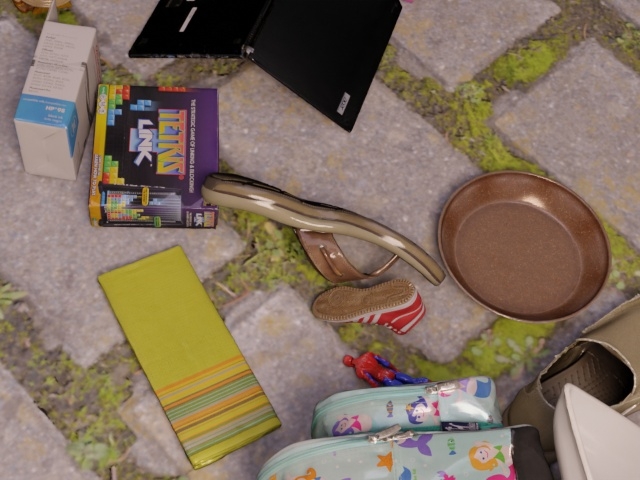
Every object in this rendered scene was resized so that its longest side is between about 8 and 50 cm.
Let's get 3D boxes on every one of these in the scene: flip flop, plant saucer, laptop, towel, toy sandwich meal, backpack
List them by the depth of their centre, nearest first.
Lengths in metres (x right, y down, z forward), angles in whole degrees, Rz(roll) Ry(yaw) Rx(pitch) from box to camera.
[{"bbox_3d":[0.067,0.235,0.906,0.253,0.225,0.191,-12,58,-3],"label":"backpack"},{"bbox_3d":[-0.138,0.116,1.069,0.102,0.021,0.237,-21,63,-24],"label":"towel"},{"bbox_3d":[0.000,0.000,1.108,0.277,0.112,0.080,18,93,-9],"label":"flip flop"},{"bbox_3d":[0.227,0.011,1.166,0.199,0.036,0.198,3,59,-5],"label":"plant saucer"},{"bbox_3d":[-0.347,-0.312,1.290,0.085,0.029,0.085,6,56,-8],"label":"toy sandwich meal"},{"bbox_3d":[-0.064,-0.271,1.310,0.264,0.136,0.234,5,55,26],"label":"laptop"}]

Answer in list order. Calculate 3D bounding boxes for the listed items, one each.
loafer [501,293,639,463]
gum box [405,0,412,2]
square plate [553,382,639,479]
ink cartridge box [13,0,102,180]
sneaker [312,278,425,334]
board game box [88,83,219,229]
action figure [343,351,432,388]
[{"bbox_3d":[0.306,0.133,1.070,0.268,0.092,0.102,-34,69,-24],"label":"loafer"},{"bbox_3d":[0.058,-0.390,1.340,0.188,0.107,0.062,19,59,4],"label":"gum box"},{"bbox_3d":[0.293,0.323,0.865,0.049,0.347,0.344,-23,57,27],"label":"square plate"},{"bbox_3d":[-0.290,-0.172,1.168,0.060,0.104,0.180,8,59,-2],"label":"ink cartridge box"},{"bbox_3d":[0.055,0.076,1.108,0.118,0.067,0.042,-10,59,22],"label":"sneaker"},{"bbox_3d":[-0.186,-0.096,1.170,0.141,0.048,0.170,0,60,-6],"label":"board game box"},{"bbox_3d":[0.076,0.146,1.071,0.115,0.030,0.038,25,54,13],"label":"action figure"}]
